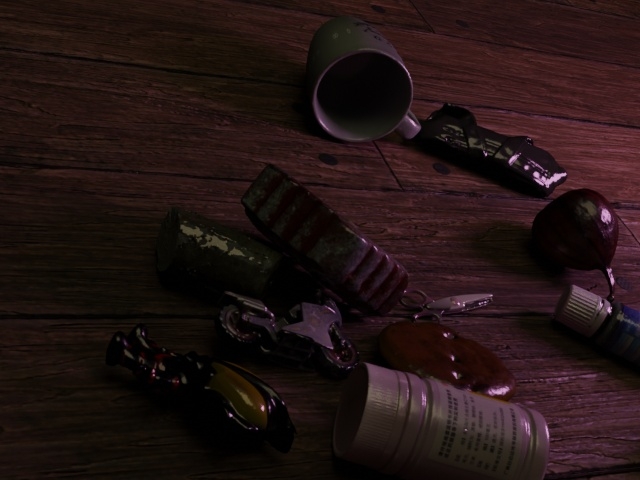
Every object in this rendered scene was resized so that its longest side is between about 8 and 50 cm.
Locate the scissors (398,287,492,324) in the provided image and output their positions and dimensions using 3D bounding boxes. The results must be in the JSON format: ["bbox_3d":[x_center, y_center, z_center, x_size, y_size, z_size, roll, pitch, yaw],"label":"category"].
[{"bbox_3d":[0.204,0.102,1.578,0.176,0.022,0.085,-6,50,-33],"label":"scissors"}]

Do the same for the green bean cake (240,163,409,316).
[{"bbox_3d":[0.000,0.000,1.468,0.233,0.097,0.198,39,0,33],"label":"green bean cake"}]

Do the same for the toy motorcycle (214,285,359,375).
[{"bbox_3d":[-0.042,0.112,1.359,0.215,0.080,0.122,18,39,-25],"label":"toy motorcycle"}]

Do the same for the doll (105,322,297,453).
[{"bbox_3d":[-0.138,0.178,1.218,0.249,0.088,0.127,30,36,11],"label":"doll"}]

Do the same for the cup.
[{"bbox_3d":[0.087,-0.299,1.909,0.258,0.186,0.234,38,21,-27],"label":"cup"}]

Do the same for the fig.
[{"bbox_3d":[0.464,-0.012,1.770,0.149,0.148,0.202,39,4,-46],"label":"fig"}]

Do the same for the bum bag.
[{"bbox_3d":[0.339,-0.187,1.980,0.326,0.079,0.142,23,39,-6],"label":"bum bag"}]

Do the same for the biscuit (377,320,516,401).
[{"bbox_3d":[0.179,0.170,1.420,0.212,0.036,0.212,19,18,-6],"label":"biscuit"}]

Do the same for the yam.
[{"bbox_3d":[-0.140,0.027,1.398,0.183,0.107,0.107,21,36,-11],"label":"yam"}]

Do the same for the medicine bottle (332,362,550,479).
[{"bbox_3d":[0.151,0.247,1.270,0.250,0.133,0.133,16,37,-11],"label":"medicine bottle"}]

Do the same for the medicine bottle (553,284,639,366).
[{"bbox_3d":[0.487,0.145,1.648,0.203,0.083,0.083,25,35,2],"label":"medicine bottle"}]
